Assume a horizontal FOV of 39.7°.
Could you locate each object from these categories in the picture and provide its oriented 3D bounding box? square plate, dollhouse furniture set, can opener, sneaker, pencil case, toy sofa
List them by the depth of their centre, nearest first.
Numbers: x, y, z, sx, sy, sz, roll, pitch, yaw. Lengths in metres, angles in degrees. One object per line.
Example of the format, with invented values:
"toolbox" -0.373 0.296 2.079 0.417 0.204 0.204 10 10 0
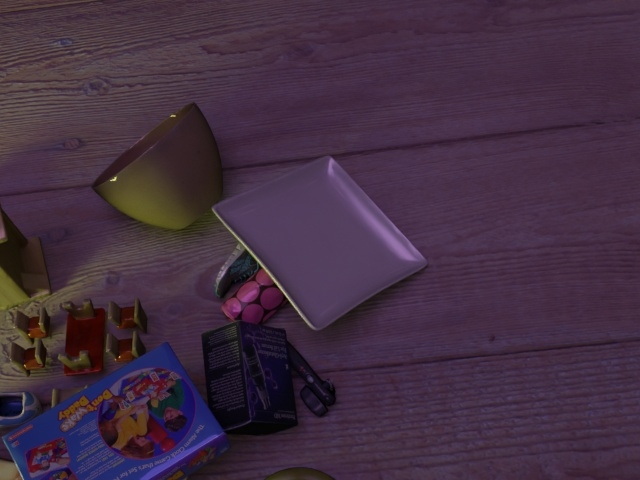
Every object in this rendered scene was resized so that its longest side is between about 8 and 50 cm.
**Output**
"toy sofa" -0.690 0.018 1.809 0.177 0.362 0.150 -17 70 -7
"can opener" -0.033 0.272 1.825 0.073 0.059 0.186 -35 72 -8
"sneaker" -0.700 0.356 1.825 0.237 0.086 0.085 -12 48 -4
"dollhouse furniture set" -0.496 0.259 1.851 0.262 0.135 0.259 -6 58 2
"square plate" 0.000 0.000 1.866 0.344 0.049 0.347 -27 67 -37
"pencil case" -0.108 0.109 1.879 0.209 0.095 0.098 -40 117 -9
"sneaker" -0.165 0.060 1.914 0.076 0.065 0.166 31 77 9

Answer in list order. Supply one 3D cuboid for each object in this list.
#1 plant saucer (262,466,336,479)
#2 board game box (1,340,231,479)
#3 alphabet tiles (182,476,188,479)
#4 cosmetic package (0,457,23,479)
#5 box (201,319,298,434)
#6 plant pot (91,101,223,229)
"plant saucer" -0.044 0.565 1.731 0.241 0.037 0.241 -2 70 4
"board game box" -0.376 0.375 1.644 0.347 0.078 0.233 -29 58 -16
"alphabet tiles" -0.384 0.559 1.768 0.278 0.021 0.284 -20 70 -3
"cosmetic package" -0.649 0.489 1.737 0.296 0.153 0.129 11 72 10
"box" -0.142 0.278 1.767 0.108 0.153 0.207 -22 67 31
"plant pot" -0.321 -0.136 1.912 0.284 0.284 0.191 -43 109 -11
